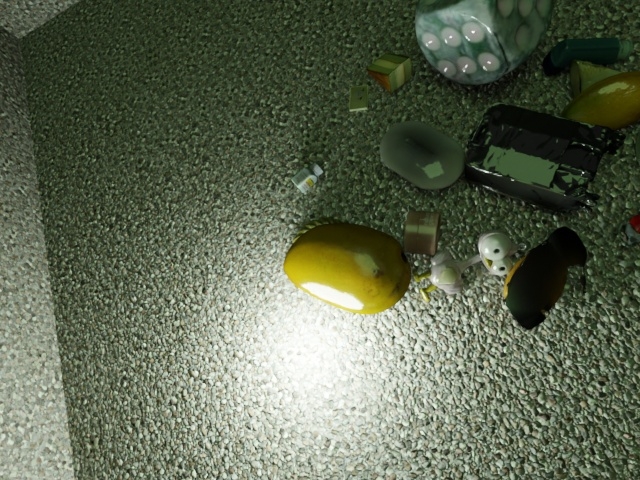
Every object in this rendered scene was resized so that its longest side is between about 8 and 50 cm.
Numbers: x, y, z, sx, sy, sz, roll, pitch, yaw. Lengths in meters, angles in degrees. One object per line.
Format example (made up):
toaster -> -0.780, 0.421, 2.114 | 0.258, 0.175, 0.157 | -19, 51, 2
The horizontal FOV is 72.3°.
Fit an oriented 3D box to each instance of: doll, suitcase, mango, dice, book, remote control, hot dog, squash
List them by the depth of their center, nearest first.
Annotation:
doll -> 0.997, -0.051, 1.348 | 0.104, 0.062, 0.194 | 42, 82, 6
hot dog -> 0.694, 0.126, 1.373 | 0.326, 0.107, 0.194 | -37, 76, -5
mango -> 0.944, -0.442, 1.432 | 0.317, 0.119, 0.176 | -18, 113, 23
suitcase -> 0.700, -0.275, 1.435 | 0.434, 0.194, 0.283 | 24, 83, 23
doll -> 0.491, 0.077, 1.444 | 0.366, 0.094, 0.160 | -23, 100, 16
squash -> 0.988, -0.566, 1.473 | 0.252, 0.169, 0.093 | -15, 26, 14
dice -> 0.550, -0.771, 1.502 | 0.328, 0.330, 0.348 | 23, 80, 54
mango -> 0.086, 0.090, 1.505 | 0.446, 0.232, 0.299 | 8, 94, 21
remote control -> 0.368, -0.315, 1.605 | 0.332, 0.103, 0.221 | 40, 83, 24
book -> 0.157, -0.586, 1.802 | 0.077, 0.014, 0.110 | -1, 74, 18

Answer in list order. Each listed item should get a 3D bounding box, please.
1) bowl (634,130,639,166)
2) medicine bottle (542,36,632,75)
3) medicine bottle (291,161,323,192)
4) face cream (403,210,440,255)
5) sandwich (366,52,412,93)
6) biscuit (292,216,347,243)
bowl -> 1.166, -0.307, 1.314 | 0.338, 0.157, 0.336 | -5, 73, 16
medicine bottle -> 0.927, -0.648, 1.527 | 0.259, 0.124, 0.079 | -2, 69, 5
medicine bottle -> -0.050, -0.252, 1.739 | 0.118, 0.074, 0.055 | -41, 66, 2
face cream -> 0.350, -0.026, 1.501 | 0.104, 0.149, 0.149 | 6, 76, 19
sandwich -> 0.262, -0.698, 1.732 | 0.117, 0.144, 0.187 | -39, 67, 2
biscuit -> 0.000, 0.000, 1.669 | 0.274, 0.036, 0.187 | -24, 68, 10
